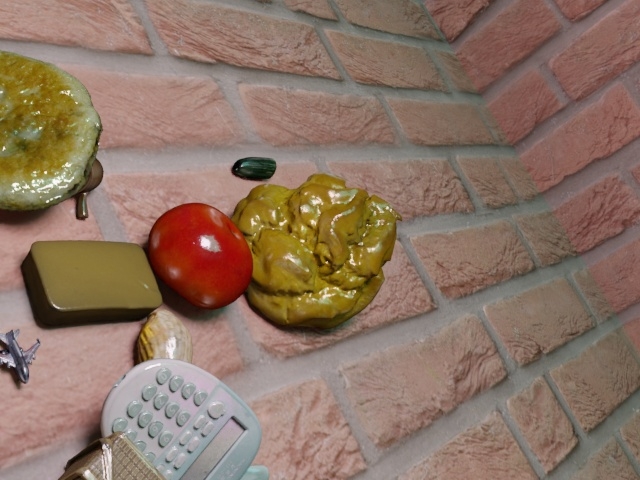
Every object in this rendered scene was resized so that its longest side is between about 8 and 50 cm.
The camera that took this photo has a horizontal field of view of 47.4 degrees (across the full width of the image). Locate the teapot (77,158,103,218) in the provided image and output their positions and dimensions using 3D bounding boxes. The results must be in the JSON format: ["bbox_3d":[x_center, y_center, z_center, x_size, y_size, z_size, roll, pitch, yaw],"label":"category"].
[{"bbox_3d":[-0.405,-0.090,1.214,0.080,0.085,0.110,-27,111,-77],"label":"teapot"}]

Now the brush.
[{"bbox_3d":[-0.349,0.064,1.123,0.197,0.059,0.123,3,55,-49],"label":"brush"}]

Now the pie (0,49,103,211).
[{"bbox_3d":[-0.494,-0.179,1.130,0.323,0.070,0.323,13,50,-17],"label":"pie"}]

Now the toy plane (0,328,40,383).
[{"bbox_3d":[-0.414,0.158,0.993,0.079,0.031,0.083,-4,63,-50],"label":"toy plane"}]

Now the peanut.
[{"bbox_3d":[-0.233,0.200,1.115,0.087,0.087,0.206,15,48,-41],"label":"peanut"}]

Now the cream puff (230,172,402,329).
[{"bbox_3d":[-0.001,0.000,1.412,0.324,0.257,0.291,38,34,-20],"label":"cream puff"}]

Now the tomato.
[{"bbox_3d":[-0.198,0.023,1.242,0.195,0.136,0.195,48,15,-16],"label":"tomato"}]

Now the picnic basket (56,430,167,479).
[{"bbox_3d":[-0.260,0.338,0.938,0.164,0.115,0.079,49,35,-5],"label":"picnic basket"}]

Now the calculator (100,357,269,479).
[{"bbox_3d":[-0.185,0.288,1.041,0.184,0.042,0.295,-49,119,-17],"label":"calculator"}]

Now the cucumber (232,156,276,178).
[{"bbox_3d":[-0.146,-0.157,1.560,0.105,0.048,0.048,-3,62,-47],"label":"cucumber"}]
